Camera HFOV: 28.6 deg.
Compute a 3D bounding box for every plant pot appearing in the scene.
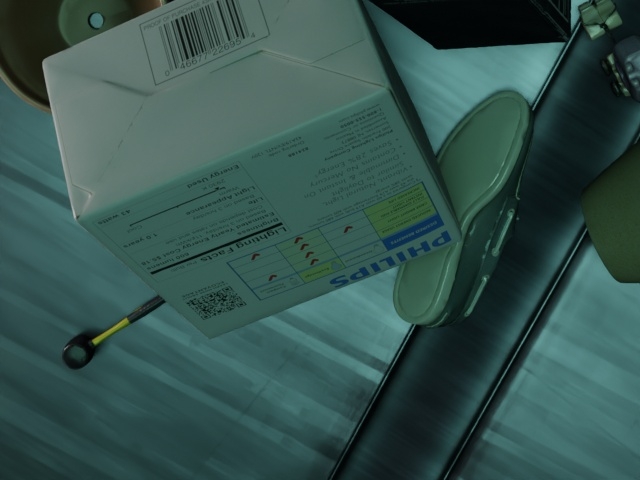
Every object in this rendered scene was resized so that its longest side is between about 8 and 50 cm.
[{"bbox_3d":[-0.295,-0.277,1.583,0.237,0.110,0.238,1,101,6],"label":"plant pot"},{"bbox_3d":[0.463,-0.057,1.503,0.274,0.256,0.257,-23,98,25],"label":"plant pot"}]

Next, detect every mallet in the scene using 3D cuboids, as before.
[{"bbox_3d":[-0.264,0.110,1.693,0.189,0.062,0.039,-33,97,-5],"label":"mallet"}]

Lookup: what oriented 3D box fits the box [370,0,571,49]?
[{"bbox_3d":[0.165,-0.385,1.384,0.182,0.294,0.296,0,86,23],"label":"box"}]

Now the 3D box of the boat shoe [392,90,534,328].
[{"bbox_3d":[0.198,-0.034,1.605,0.099,0.116,0.320,19,97,-42],"label":"boat shoe"}]

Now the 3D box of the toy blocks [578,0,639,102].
[{"bbox_3d":[0.439,-0.339,1.426,0.308,0.260,0.289,-27,97,9],"label":"toy blocks"}]

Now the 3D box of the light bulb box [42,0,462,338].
[{"bbox_3d":[-0.065,-0.099,1.442,0.357,0.361,0.225,-22,61,8],"label":"light bulb box"}]
